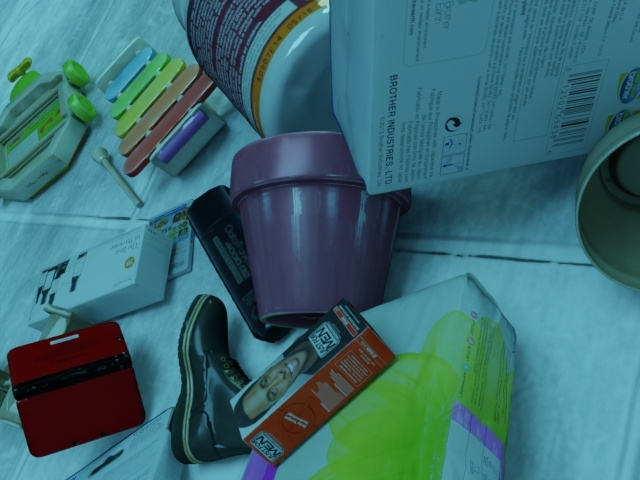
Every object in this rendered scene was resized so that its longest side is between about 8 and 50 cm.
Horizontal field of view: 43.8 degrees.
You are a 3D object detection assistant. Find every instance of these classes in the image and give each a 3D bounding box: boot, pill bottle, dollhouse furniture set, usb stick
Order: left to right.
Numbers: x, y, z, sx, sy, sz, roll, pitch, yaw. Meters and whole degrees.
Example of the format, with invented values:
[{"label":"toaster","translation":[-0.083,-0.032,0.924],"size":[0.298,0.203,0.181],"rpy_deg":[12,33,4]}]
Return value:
[{"label":"dollhouse furniture set","translation":[-0.455,0.157,1.104],"size":[0.242,0.212,0.161],"rpy_deg":[14,71,15]},{"label":"boot","translation":[-0.092,0.155,0.920],"size":[0.137,0.077,0.198],"rpy_deg":[-9,70,28]},{"label":"usb stick","translation":[-0.101,0.022,1.025],"size":[0.077,0.045,0.278],"rpy_deg":[-39,45,2]},{"label":"pill bottle","translation":[-0.045,-0.267,1.042],"size":[0.224,0.224,0.392],"rpy_deg":[-45,45,5]}]

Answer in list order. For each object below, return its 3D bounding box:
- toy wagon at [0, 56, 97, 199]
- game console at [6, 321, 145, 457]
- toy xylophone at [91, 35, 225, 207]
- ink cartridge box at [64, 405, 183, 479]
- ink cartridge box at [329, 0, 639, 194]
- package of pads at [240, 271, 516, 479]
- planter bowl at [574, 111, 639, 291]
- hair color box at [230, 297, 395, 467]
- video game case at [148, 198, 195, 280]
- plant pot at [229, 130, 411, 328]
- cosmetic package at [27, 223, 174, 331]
[{"label":"toy wagon","translation":[-0.547,-0.230,1.524],"size":[0.267,0.068,0.344],"rpy_deg":[-36,45,13]},{"label":"game console","translation":[-0.309,0.184,1.008],"size":[0.144,0.085,0.124],"rpy_deg":[-15,36,-19]},{"label":"toy xylophone","translation":[-0.275,-0.191,1.274],"size":[0.236,0.081,0.322],"rpy_deg":[-52,44,-2]},{"label":"ink cartridge box","translation":[-0.256,0.321,0.922],"size":[0.223,0.045,0.224],"rpy_deg":[-36,18,14]},{"label":"ink cartridge box","translation":[0.212,-0.211,0.706],"size":[0.395,0.270,0.151],"rpy_deg":[-10,49,-7]},{"label":"package of pads","translation":[0.048,0.177,0.689],"size":[0.229,0.101,0.296],"rpy_deg":[-24,29,33]},{"label":"planter bowl","translation":[0.299,-0.050,0.694],"size":[0.162,0.162,0.109],"rpy_deg":[-26,23,22]},{"label":"hair color box","translation":[-0.009,0.121,0.694],"size":[0.141,0.043,0.072],"rpy_deg":[-43,23,0]},{"label":"video game case","translation":[-0.218,0.004,1.151],"size":[0.087,0.011,0.122],"rpy_deg":[-22,51,26]},{"label":"plant pot","translation":[0.000,0.000,0.870],"size":[0.201,0.201,0.180],"rpy_deg":[-10,73,34]},{"label":"cosmetic package","translation":[-0.320,0.062,1.148],"size":[0.239,0.060,0.099],"rpy_deg":[-21,53,32]}]
